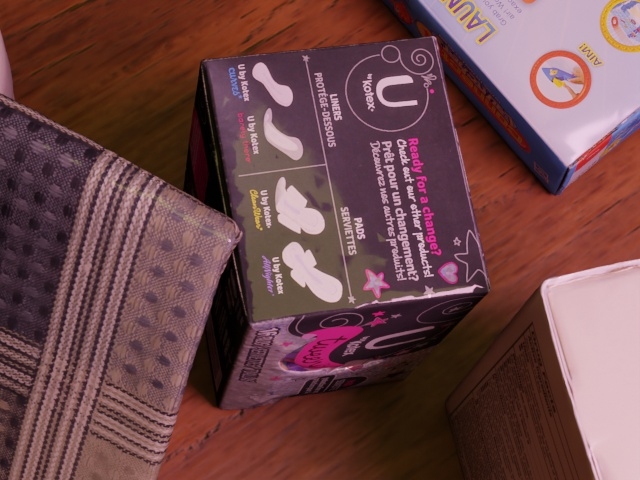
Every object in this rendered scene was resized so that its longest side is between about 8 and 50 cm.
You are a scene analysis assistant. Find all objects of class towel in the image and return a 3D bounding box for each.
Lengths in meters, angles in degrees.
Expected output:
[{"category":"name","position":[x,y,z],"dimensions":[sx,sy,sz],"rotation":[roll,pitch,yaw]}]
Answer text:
[{"category":"towel","position":[-0.219,0.047,0.870],"dimensions":[0.312,0.324,0.056],"rotation":[26,33,6]}]

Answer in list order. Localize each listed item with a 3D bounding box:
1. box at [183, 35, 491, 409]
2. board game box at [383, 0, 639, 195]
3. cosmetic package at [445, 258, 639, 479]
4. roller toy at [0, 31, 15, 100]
[{"category":"box","position":[0.000,0.000,0.922],"dimensions":[0.142,0.247,0.163],"rotation":[-8,74,-10]},{"category":"board game box","position":[0.190,-0.245,1.077],"dimensions":[0.302,0.086,0.308],"rotation":[-38,79,-5]},{"category":"cosmetic package","position":[0.175,0.119,0.878],"dimensions":[0.129,0.296,0.153],"rotation":[-12,75,-8]},{"category":"roller toy","position":[-0.297,-0.100,0.974],"dimensions":[0.191,0.146,0.209],"rotation":[23,71,1]}]
